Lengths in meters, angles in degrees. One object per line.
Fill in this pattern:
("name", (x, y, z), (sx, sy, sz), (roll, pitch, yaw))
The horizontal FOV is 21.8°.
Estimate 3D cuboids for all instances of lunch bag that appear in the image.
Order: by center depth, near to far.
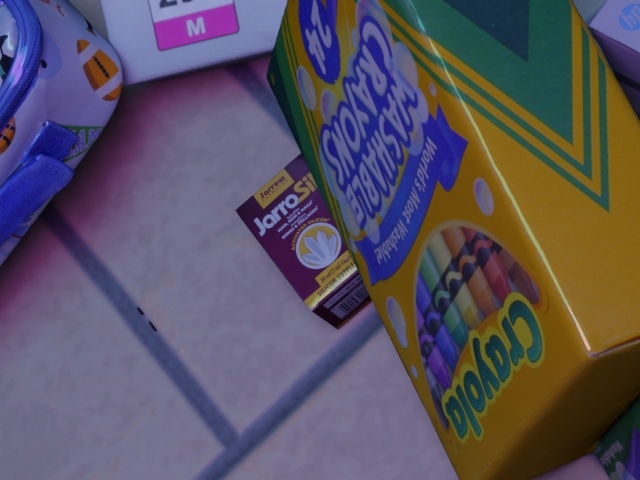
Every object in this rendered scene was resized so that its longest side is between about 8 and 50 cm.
("lunch bag", (-0.266, -0.059, 1.020), (0.303, 0.115, 0.243), (-53, 54, 9))

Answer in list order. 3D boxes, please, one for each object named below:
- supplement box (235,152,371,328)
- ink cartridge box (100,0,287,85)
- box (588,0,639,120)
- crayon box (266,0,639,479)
("supplement box", (0.000, 0.000, 0.952), (0.055, 0.043, 0.083), (-42, 61, 5))
("ink cartridge box", (-0.014, -0.236, 0.984), (0.275, 0.060, 0.238), (-11, 95, 18))
("box", (0.210, -0.115, 0.826), (0.038, 0.186, 0.145), (35, 87, 31))
("crayon box", (0.083, -0.013, 0.808), (0.083, 0.203, 0.323), (-19, 69, -19))
